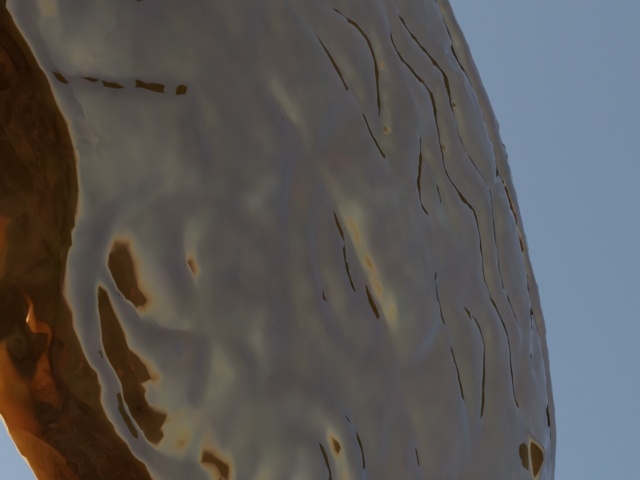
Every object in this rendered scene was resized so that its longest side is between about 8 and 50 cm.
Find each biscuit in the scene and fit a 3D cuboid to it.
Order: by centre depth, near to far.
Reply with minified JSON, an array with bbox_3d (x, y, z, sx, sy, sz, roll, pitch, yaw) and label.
[{"bbox_3d":[0.002,0.000,0.661,0.062,0.365,0.385,-14,-69,30],"label":"biscuit"}]
